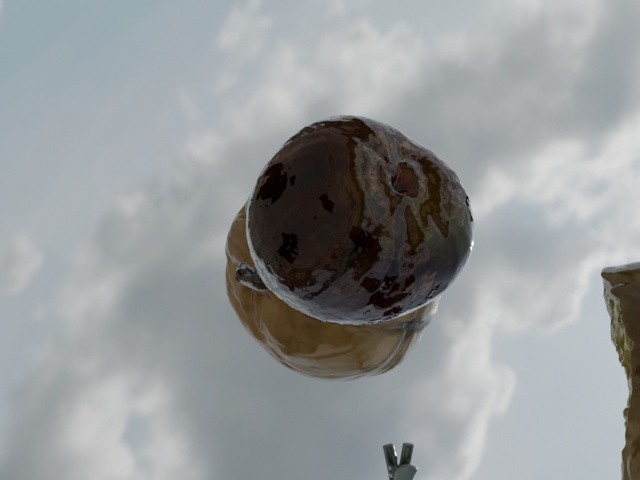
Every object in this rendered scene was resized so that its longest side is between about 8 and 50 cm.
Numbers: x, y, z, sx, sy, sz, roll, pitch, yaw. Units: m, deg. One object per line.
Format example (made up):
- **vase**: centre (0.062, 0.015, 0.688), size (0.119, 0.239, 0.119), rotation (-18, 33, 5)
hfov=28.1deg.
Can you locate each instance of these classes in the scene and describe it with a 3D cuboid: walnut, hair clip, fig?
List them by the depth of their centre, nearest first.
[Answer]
- **fig**: centre (0.006, -0.004, 0.922), size (0.202, 0.149, 0.148), rotation (-29, -131, 13)
- **walnut**: centre (0.008, 0.028, 1.205), size (0.222, 0.195, 0.195), rotation (34, -86, 45)
- **hair clip**: centre (0.077, 0.255, 1.235), size (0.039, 0.030, 0.115), rotation (-102, -169, -72)

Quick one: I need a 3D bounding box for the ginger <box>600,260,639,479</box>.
- **ginger**: centre (0.253, 0.065, 0.512), size (0.270, 0.123, 0.219), rotation (-15, -134, 13)
